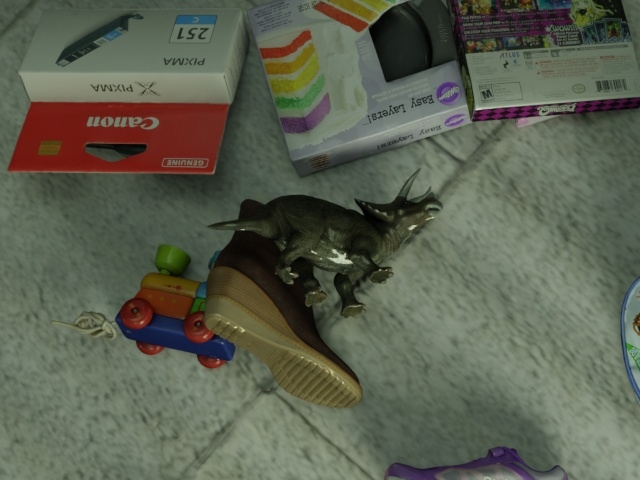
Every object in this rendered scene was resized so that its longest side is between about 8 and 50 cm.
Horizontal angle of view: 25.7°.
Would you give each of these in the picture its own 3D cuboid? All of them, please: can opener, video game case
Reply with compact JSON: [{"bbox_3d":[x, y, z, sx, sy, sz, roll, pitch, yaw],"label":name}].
[{"bbox_3d":[-0.282,-0.146,1.940,0.186,0.073,0.059,17,84,25],"label":"can opener"},{"bbox_3d":[0.292,-0.263,1.844,0.232,0.042,0.210,-6,67,-8],"label":"video game case"}]

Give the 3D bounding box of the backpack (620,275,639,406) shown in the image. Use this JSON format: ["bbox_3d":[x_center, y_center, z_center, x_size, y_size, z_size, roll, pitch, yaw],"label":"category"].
[{"bbox_3d":[0.485,0.121,1.641,0.263,0.213,0.277,-17,72,16],"label":"backpack"}]

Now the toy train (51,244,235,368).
[{"bbox_3d":[-0.218,0.068,1.840,0.248,0.105,0.143,11,64,14],"label":"toy train"}]

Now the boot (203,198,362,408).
[{"bbox_3d":[-0.027,0.078,1.792,0.248,0.090,0.207,35,46,-18],"label":"boot"}]

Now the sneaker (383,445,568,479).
[{"bbox_3d":[0.196,0.296,1.694,0.236,0.095,0.105,11,68,9],"label":"sneaker"}]

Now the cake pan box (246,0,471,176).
[{"bbox_3d":[0.057,-0.240,1.903,0.266,0.070,0.246,-16,72,4],"label":"cake pan box"}]

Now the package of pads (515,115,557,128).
[{"bbox_3d":[0.292,-0.184,1.859,0.083,0.032,0.050,-18,70,4],"label":"package of pads"}]

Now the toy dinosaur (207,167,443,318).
[{"bbox_3d":[0.000,0.000,1.772,0.313,0.121,0.160,2,47,-16],"label":"toy dinosaur"}]

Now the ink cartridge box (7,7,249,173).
[{"bbox_3d":[-0.265,-0.208,1.908,0.296,0.066,0.261,1,50,11],"label":"ink cartridge box"}]
